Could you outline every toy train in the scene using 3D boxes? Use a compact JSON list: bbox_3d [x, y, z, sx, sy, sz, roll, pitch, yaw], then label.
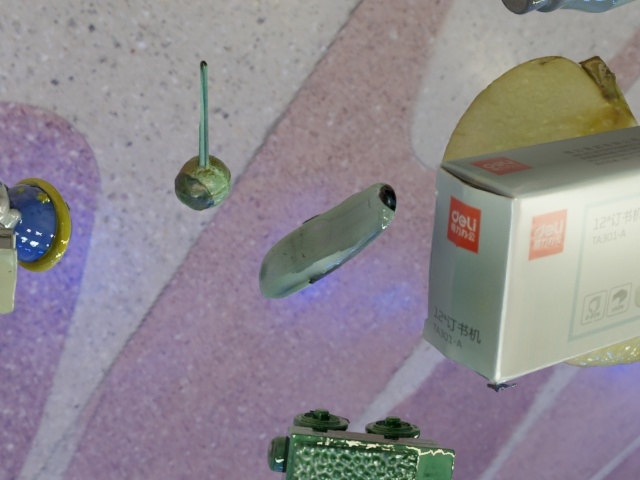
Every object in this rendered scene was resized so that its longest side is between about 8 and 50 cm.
[{"bbox_3d":[0.056,0.333,1.503,0.266,0.202,0.145,6,93,-5],"label":"toy train"}]

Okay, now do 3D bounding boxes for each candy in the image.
[{"bbox_3d":[-0.118,-0.103,1.039,0.061,0.061,0.202,-23,149,-21],"label":"candy"}]

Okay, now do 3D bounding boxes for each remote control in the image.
[{"bbox_3d":[0.002,0.000,1.402,0.256,0.097,0.045,-34,136,28],"label":"remote control"}]

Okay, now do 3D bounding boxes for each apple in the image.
[{"bbox_3d":[0.291,-0.041,1.127,0.314,0.309,0.252,-5,140,-23],"label":"apple"}]

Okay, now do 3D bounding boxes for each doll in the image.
[{"bbox_3d":[-0.587,-0.053,1.875,0.243,0.311,0.159,-9,137,-51],"label":"doll"}]

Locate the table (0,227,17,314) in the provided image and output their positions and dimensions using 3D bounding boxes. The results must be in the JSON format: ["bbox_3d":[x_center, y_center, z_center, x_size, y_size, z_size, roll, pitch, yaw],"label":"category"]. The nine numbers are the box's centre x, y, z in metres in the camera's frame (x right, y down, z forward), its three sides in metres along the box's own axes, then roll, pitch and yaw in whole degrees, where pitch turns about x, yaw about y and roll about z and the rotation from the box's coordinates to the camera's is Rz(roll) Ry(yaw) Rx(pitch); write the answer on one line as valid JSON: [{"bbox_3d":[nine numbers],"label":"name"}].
[{"bbox_3d":[-0.321,0.026,0.955,0.079,0.083,0.062,4,103,-17],"label":"table"}]

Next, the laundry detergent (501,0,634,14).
[{"bbox_3d":[0.389,-0.399,1.376,0.398,0.264,0.124,-27,140,-24],"label":"laundry detergent"}]

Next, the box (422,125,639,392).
[{"bbox_3d":[0.197,0.000,0.720,0.269,0.079,0.135,-12,115,-31],"label":"box"}]
